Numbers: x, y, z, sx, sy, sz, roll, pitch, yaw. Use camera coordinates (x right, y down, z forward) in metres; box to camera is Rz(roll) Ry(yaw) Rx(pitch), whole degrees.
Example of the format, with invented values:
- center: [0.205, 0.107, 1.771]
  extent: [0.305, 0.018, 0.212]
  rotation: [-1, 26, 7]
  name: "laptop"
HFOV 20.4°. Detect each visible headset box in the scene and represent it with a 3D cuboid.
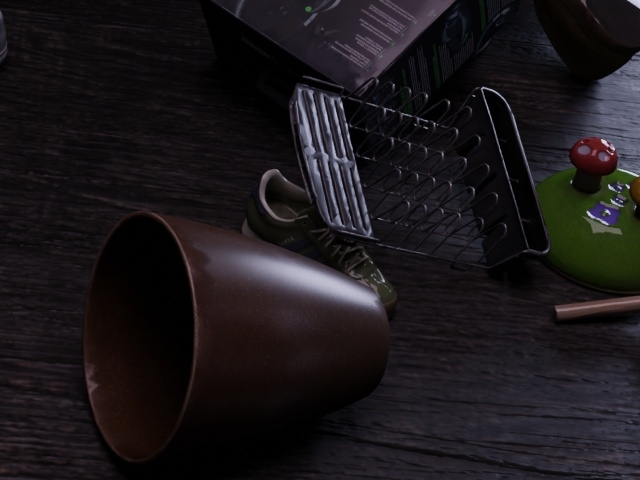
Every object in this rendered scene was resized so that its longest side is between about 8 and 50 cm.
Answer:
- center: [0.039, -0.260, 1.974]
  extent: [0.246, 0.131, 0.283]
  rotation: [34, 70, 25]
  name: "headset box"

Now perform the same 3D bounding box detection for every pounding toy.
- center: [0.315, -0.026, 1.851]
  extent: [0.183, 0.110, 0.237]
  rotation: [4, 40, -9]
  name: "pounding toy"

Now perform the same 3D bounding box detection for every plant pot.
- center: [-0.061, 0.086, 1.574]
  extent: [0.230, 0.215, 0.215]
  rotation: [2, 39, -32]
  name: "plant pot"

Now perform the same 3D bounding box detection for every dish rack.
- center: [0.094, -0.074, 1.793]
  extent: [0.271, 0.074, 0.208]
  rotation: [12, 51, -36]
  name: "dish rack"

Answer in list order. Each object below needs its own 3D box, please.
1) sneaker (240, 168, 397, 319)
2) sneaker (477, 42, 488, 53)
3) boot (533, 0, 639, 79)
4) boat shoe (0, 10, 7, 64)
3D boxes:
- center: [0.000, 0.000, 1.759]
  extent: [0.192, 0.086, 0.064]
  rotation: [35, 45, 25]
  name: "sneaker"
- center: [0.144, -0.314, 2.170]
  extent: [0.161, 0.102, 0.282]
  rotation: [12, 32, 10]
  name: "sneaker"
- center: [0.270, -0.326, 2.127]
  extent: [0.112, 0.115, 0.305]
  rotation: [-24, 76, -31]
  name: "boot"
- center: [-0.454, -0.243, 1.937]
  extent: [0.227, 0.081, 0.079]
  rotation: [8, 40, -5]
  name: "boat shoe"
